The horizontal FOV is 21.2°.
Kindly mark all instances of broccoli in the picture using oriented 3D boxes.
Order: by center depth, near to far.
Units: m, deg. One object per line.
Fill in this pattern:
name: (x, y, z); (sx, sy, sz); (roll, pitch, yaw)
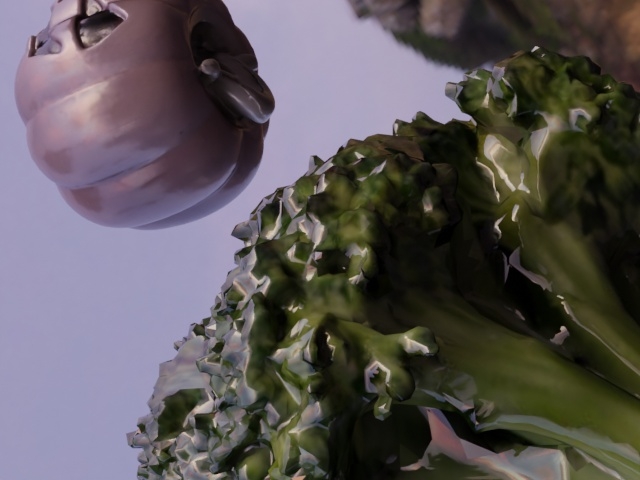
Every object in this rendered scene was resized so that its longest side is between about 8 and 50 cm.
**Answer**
broccoli: (0.071, 0.073, 0.683); (0.260, 0.288, 0.235); (26, 179, 1)

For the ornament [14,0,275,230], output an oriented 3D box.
ornament: (-0.113, -0.097, 1.160); (0.177, 0.177, 0.177); (31, -134, -37)
